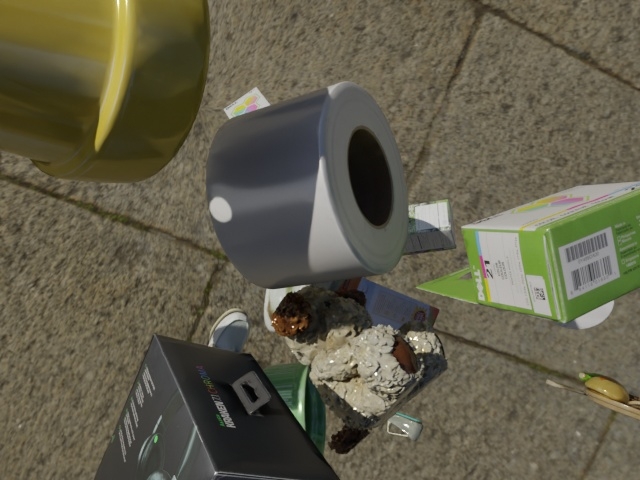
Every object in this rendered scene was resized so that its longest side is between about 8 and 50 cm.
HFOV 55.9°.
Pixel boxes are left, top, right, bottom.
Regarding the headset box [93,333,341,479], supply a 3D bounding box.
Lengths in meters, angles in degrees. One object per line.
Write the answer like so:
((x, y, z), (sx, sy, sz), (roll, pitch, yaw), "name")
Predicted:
((-0.130, 0.264, 0.607), (0.131, 0.246, 0.283), (19, 98, -31), "headset box")

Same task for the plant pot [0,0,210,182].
((-0.265, -0.181, 0.521), (0.239, 0.254, 0.254), (-1, 105, -48), "plant pot")

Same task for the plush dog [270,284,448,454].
((0.033, 0.161, 0.886), (0.210, 0.262, 0.225), (-47, 68, 14), "plush dog")

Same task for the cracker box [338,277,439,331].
((0.121, 0.173, 1.228), (0.232, 0.067, 0.156), (24, 87, -35), "cracker box")

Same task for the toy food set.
((0.413, 0.211, 0.796), (0.132, 0.192, 0.039), (20, 87, -28), "toy food set")

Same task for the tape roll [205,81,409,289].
((-0.007, -0.066, 0.788), (0.169, 0.246, 0.246), (-11, 108, 30), "tape roll")

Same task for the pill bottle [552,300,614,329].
((0.687, 0.050, 1.638), (0.229, 0.408, 0.229), (10, 122, 16), "pill bottle")

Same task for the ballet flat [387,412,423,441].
((0.185, 0.494, 1.677), (0.072, 0.213, 0.068), (29, 81, -50), "ballet flat")

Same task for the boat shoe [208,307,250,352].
((-0.283, 0.338, 1.736), (0.113, 0.103, 0.302), (19, 112, -24), "boat shoe")

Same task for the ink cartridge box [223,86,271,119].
((-0.186, -0.338, 1.602), (0.109, 0.209, 0.062), (-34, 134, 1), "ink cartridge box")

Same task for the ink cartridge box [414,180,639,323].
((0.242, 0.003, 0.701), (0.188, 0.255, 0.097), (-18, 100, -23), "ink cartridge box")

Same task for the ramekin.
((-0.084, 0.491, 1.713), (0.148, 0.303, 0.304), (-5, 104, 10), "ramekin")

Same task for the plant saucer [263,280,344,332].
((0.000, 0.000, 1.196), (0.100, 0.400, 0.401), (20, 98, -14), "plant saucer")

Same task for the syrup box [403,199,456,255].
((0.220, -0.025, 1.541), (0.236, 0.093, 0.096), (-9, 145, 17), "syrup box")
